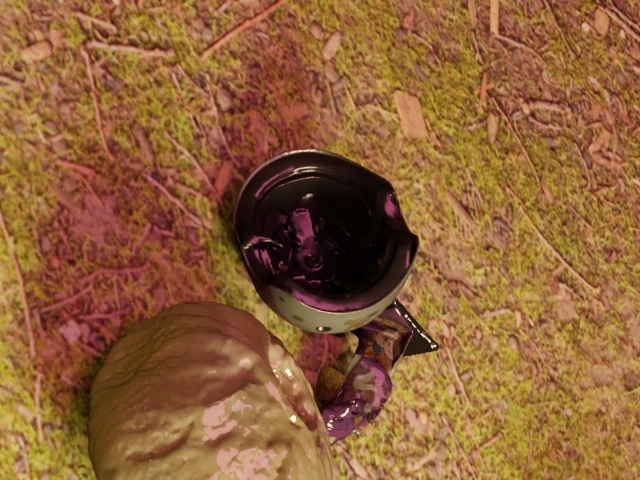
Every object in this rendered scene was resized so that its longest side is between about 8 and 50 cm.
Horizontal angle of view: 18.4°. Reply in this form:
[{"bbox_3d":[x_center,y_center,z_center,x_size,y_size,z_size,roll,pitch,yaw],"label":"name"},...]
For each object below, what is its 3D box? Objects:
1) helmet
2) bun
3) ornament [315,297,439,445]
[{"bbox_3d":[0.003,0.014,1.788,0.153,0.107,0.177,-19,53,-13],"label":"helmet"},{"bbox_3d":[-0.079,0.158,1.593,0.244,0.153,0.244,36,32,-28],"label":"bun"},{"bbox_3d":[0.030,0.144,1.793,0.088,0.081,0.203,48,45,-21],"label":"ornament"}]
